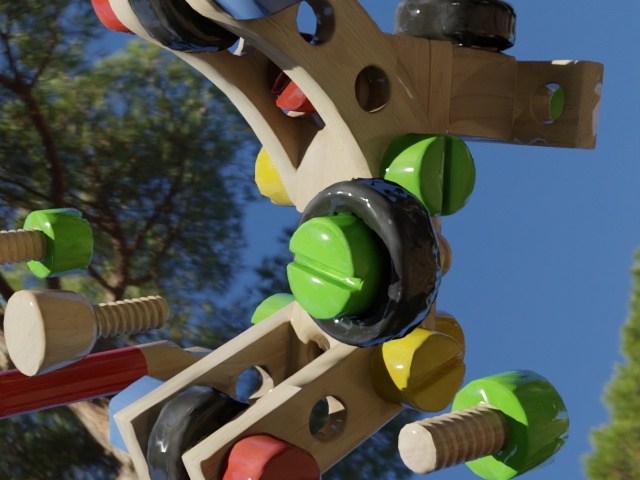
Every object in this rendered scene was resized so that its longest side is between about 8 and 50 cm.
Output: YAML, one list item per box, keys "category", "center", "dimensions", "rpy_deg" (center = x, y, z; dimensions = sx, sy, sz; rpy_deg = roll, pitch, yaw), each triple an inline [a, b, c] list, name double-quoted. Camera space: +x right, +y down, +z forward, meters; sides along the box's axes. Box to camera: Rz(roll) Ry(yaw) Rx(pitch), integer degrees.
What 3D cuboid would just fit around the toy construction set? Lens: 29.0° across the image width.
- category: "toy construction set"
  center: [0.000, 0.000, 0.586]
  dimensions: [0.237, 0.309, 0.257]
  rpy_deg: [-7, -106, -42]
